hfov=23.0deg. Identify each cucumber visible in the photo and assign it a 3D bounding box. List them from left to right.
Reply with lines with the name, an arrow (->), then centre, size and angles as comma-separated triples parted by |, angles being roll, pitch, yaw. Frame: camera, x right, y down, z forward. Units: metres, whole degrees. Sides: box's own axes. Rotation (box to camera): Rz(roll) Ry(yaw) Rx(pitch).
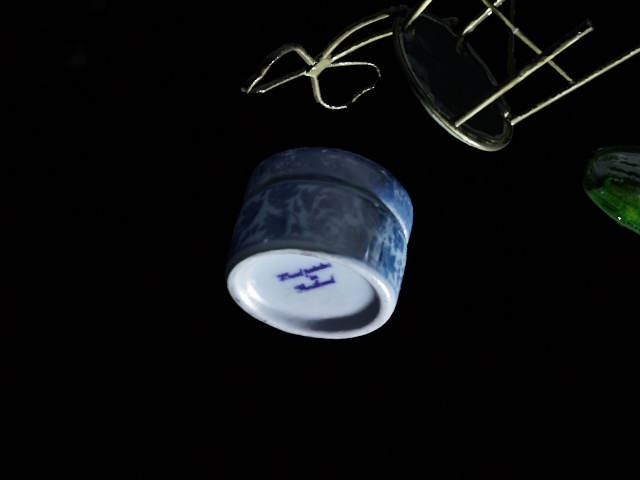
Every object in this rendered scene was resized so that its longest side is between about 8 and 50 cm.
cucumber -> 0.292, -0.015, 1.141 | 0.227, 0.069, 0.069 | 21, -150, -14

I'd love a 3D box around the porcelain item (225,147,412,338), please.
porcelain item -> 0.000, 0.000, 1.317 | 0.147, 0.147, 0.114 | 16, -121, -8

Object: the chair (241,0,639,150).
chair -> 0.110, -0.149, 1.347 | 0.160, 0.326, 0.170 | -3, -117, -53
